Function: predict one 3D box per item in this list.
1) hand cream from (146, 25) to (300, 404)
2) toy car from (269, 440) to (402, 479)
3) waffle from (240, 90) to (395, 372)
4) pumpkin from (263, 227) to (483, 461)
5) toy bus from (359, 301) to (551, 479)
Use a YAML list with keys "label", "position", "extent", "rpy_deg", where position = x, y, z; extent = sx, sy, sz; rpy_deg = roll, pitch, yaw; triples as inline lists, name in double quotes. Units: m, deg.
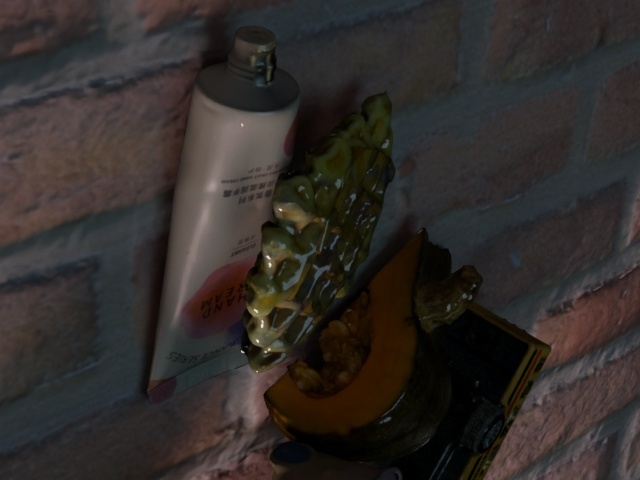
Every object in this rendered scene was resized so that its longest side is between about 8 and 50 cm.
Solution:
- label: "hand cream"
  position: [-0.072, -0.013, 1.089]
  extent: [0.124, 0.078, 0.340]
  rpy_deg: [-22, 136, -38]
- label: "toy car"
  position: [-0.038, 0.364, 1.257]
  extent: [0.242, 0.226, 0.336]
  rpy_deg: [-53, 142, -39]
- label: "waffle"
  position: [0.002, 0.002, 1.132]
  extent: [0.223, 0.054, 0.204]
  rpy_deg: [-45, 157, -49]
- label: "pumpkin"
  position: [0.077, 0.114, 1.290]
  extent: [0.248, 0.126, 0.131]
  rpy_deg: [-50, 144, -10]
- label: "toy bus"
  position: [0.110, 0.226, 1.417]
  extent: [0.123, 0.121, 0.335]
  rpy_deg: [8, 110, -62]
